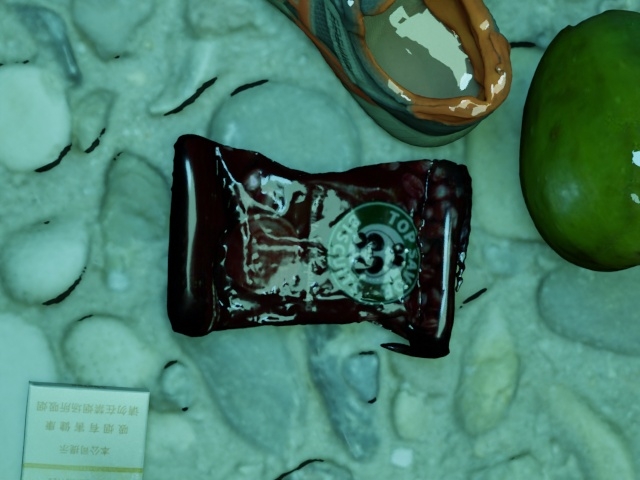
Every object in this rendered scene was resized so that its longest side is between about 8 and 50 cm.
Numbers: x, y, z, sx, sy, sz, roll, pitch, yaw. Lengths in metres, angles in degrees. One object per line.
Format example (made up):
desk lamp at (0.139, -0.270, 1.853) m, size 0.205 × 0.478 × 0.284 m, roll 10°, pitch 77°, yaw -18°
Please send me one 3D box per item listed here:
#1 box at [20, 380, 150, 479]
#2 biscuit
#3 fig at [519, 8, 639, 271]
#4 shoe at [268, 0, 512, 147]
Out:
box at (-0.179, 0.190, 1.152) m, size 0.090 × 0.024 × 0.166 m, roll 5°, pitch 94°, yaw -13°
biscuit at (-0.001, 0.006, 1.150) m, size 0.235 × 0.063 × 0.151 m, roll 5°, pitch 95°, yaw -15°
fig at (0.226, -0.074, 1.135) m, size 0.181 × 0.181 × 0.191 m, roll -20°, pitch 79°, yaw -9°
shoe at (0.023, -0.203, 1.078) m, size 0.132 × 0.171 × 0.336 m, roll -39°, pitch 103°, yaw -5°
